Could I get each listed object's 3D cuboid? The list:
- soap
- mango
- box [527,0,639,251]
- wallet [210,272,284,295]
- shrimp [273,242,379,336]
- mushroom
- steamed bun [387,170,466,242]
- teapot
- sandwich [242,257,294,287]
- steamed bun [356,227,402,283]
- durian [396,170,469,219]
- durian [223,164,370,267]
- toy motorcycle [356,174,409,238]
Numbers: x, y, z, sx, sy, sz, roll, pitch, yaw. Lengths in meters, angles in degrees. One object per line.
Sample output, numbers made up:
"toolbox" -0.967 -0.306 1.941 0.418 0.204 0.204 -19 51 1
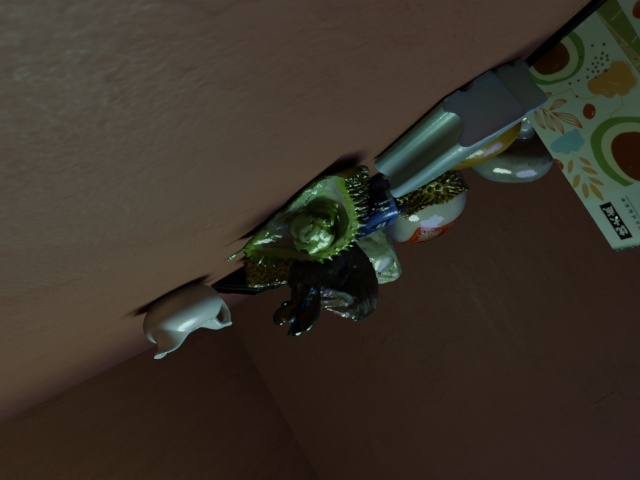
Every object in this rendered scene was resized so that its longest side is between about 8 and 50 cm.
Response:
"soap" 0.246 -0.195 0.926 0.173 0.095 0.289 -29 176 -30
"mango" 0.374 -0.242 1.210 0.227 0.109 0.147 -32 -160 26
"box" 0.532 -0.202 0.797 0.122 0.385 0.344 -31 176 -17
"wallet" -0.219 0.137 1.687 0.169 0.044 0.317 2 -175 18
"shrimp" 0.025 0.105 1.124 0.110 0.221 0.446 -36 178 28
"mushroom" 0.524 -0.279 1.367 0.244 0.243 0.243 -30 176 -2
"steamed bun" 0.375 -0.120 1.855 0.375 0.241 0.374 -29 179 0
"teapot" -0.341 0.197 1.291 0.204 0.139 0.298 -35 174 31
"sandwich" -0.058 0.069 1.467 0.301 0.099 0.271 -10 -179 -2
"steamed bun" 0.148 0.029 1.696 0.206 0.320 0.275 -23 -145 9
"durian" 0.310 -0.169 1.556 0.250 0.183 0.138 -29 141 36
"durian" -0.023 -0.049 0.989 0.170 0.157 0.356 21 141 -36
"toy motorcycle" 0.115 -0.077 1.377 0.213 0.125 0.358 -21 173 -3
